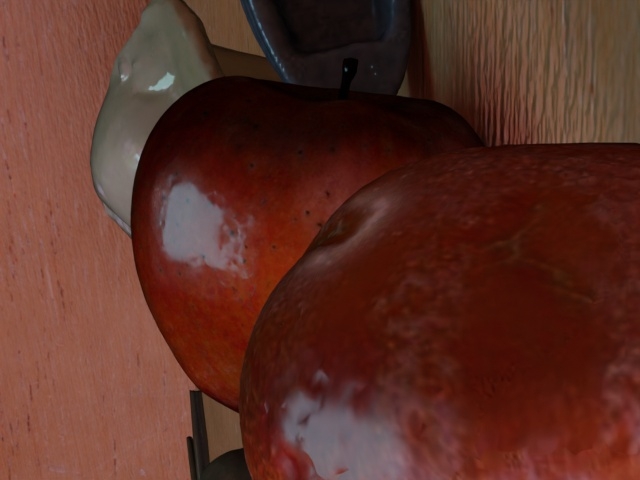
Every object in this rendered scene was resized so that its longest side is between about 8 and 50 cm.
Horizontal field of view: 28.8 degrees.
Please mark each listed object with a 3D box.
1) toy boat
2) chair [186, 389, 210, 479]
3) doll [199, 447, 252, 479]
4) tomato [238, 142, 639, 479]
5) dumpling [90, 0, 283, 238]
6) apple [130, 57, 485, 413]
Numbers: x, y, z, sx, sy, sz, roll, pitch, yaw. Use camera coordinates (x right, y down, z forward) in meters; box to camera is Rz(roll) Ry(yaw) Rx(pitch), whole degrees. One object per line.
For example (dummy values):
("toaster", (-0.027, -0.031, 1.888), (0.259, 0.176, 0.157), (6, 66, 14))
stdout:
("toy boat", (-0.004, -0.208, 0.887), (0.078, 0.127, 0.283), (170, 88, -78))
("chair", (-0.041, 0.295, 1.283), (0.166, 0.188, 0.272), (103, 159, -62))
("doll", (0.053, 0.313, 0.720), (0.378, 0.252, 0.382), (-152, 48, -75))
("tomato", (0.093, 0.065, 0.448), (0.232, 0.232, 0.188), (101, -173, -57))
("dumpling", (-0.067, -0.011, 1.108), (0.395, 0.233, 0.315), (74, 176, -54))
("apple", (0.002, 0.000, 0.776), (0.234, 0.234, 0.234), (172, 90, -78))
